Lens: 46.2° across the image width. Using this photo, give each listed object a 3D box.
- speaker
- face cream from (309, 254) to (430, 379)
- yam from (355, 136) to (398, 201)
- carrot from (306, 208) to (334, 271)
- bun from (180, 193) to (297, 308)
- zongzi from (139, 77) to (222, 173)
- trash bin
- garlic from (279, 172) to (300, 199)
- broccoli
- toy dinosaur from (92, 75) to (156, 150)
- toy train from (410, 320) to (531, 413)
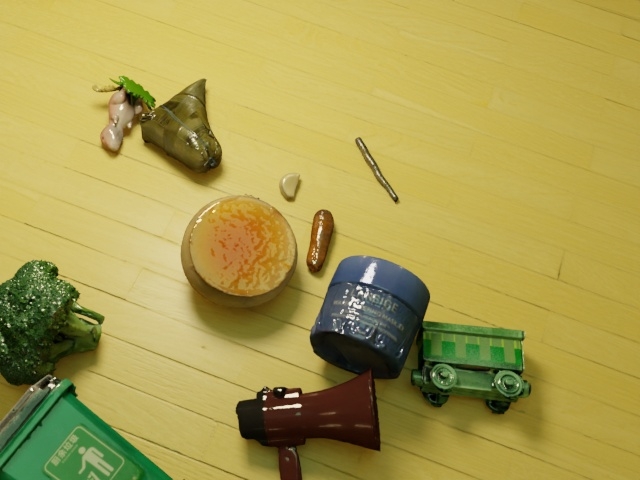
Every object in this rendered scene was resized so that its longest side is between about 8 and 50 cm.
[{"bbox_3d":[-0.013,0.449,1.750,0.329,0.198,0.259,-13,104,7],"label":"speaker"},{"bbox_3d":[0.119,0.193,1.821,0.248,0.249,0.225,20,64,5],"label":"face cream"},{"bbox_3d":[0.160,-0.206,2.166,0.027,0.029,0.234,-18,65,-27],"label":"yam"},{"bbox_3d":[0.000,0.000,2.023,0.060,0.060,0.186,10,63,-1],"label":"carrot"},{"bbox_3d":[-0.210,0.033,1.922,0.298,0.165,0.299,5,72,-15],"label":"bun"},{"bbox_3d":[-0.335,-0.331,2.133,0.250,0.125,0.274,36,58,14],"label":"zongzi"},{"bbox_3d":[-0.506,0.500,1.593,0.381,0.295,0.259,36,63,2],"label":"trash bin"},{"bbox_3d":[-0.090,-0.156,2.109,0.053,0.041,0.083,16,68,-12],"label":"garlic"},{"bbox_3d":[-0.646,0.195,1.752,0.275,0.308,0.308,16,58,-26],"label":"broccoli"},{"bbox_3d":[-0.561,-0.359,2.143,0.177,0.152,0.194,-43,58,16],"label":"toy dinosaur"},{"bbox_3d":[0.369,0.310,1.860,0.300,0.120,0.202,6,58,-3],"label":"toy train"}]
